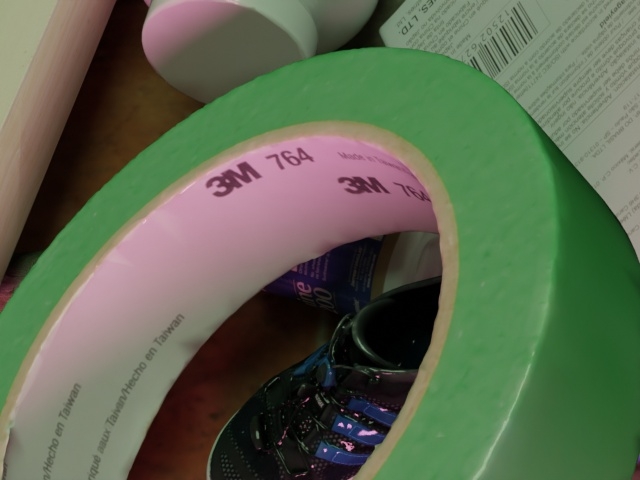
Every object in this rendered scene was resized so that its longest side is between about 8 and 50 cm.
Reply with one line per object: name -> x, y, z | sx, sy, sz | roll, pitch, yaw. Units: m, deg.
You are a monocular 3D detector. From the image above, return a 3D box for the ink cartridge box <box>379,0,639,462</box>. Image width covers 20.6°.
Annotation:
ink cartridge box -> 0.152, -0.058, 0.849 | 0.186, 0.065, 0.311 | -47, 44, 28

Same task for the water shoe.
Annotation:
water shoe -> 0.021, 0.058, 0.810 | 0.203, 0.080, 0.073 | -30, 52, 14

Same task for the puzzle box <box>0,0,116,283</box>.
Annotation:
puzzle box -> -0.255, -0.109, 0.995 | 0.272, 0.052, 0.409 | -2, 49, 22

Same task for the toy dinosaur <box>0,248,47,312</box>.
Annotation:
toy dinosaur -> -0.186, 0.048, 0.906 | 0.268, 0.064, 0.118 | -4, 50, 14

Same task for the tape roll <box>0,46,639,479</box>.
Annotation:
tape roll -> -0.024, 0.069, 0.717 | 0.321, 0.077, 0.321 | -26, 41, 25

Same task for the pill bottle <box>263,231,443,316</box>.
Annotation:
pill bottle -> 0.000, 0.000, 0.893 | 0.120, 0.067, 0.067 | 17, 59, 23

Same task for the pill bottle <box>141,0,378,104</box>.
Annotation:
pill bottle -> -0.025, -0.202, 0.998 | 0.146, 0.146, 0.264 | 4, 54, 14
